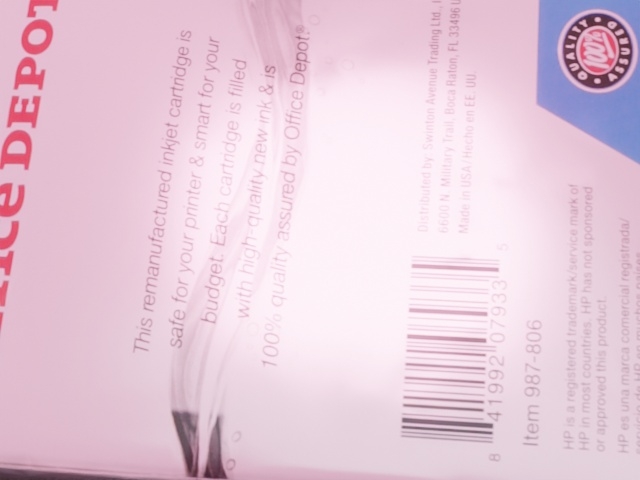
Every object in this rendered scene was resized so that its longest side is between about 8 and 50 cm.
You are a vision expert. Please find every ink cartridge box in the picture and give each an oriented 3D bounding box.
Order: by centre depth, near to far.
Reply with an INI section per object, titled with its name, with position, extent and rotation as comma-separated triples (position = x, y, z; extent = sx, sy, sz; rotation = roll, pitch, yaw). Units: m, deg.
[ink cartridge box]
position = 0.000, 0.000, 0.607
extent = 0.394, 0.166, 0.286
rotation = 3, 72, 8
